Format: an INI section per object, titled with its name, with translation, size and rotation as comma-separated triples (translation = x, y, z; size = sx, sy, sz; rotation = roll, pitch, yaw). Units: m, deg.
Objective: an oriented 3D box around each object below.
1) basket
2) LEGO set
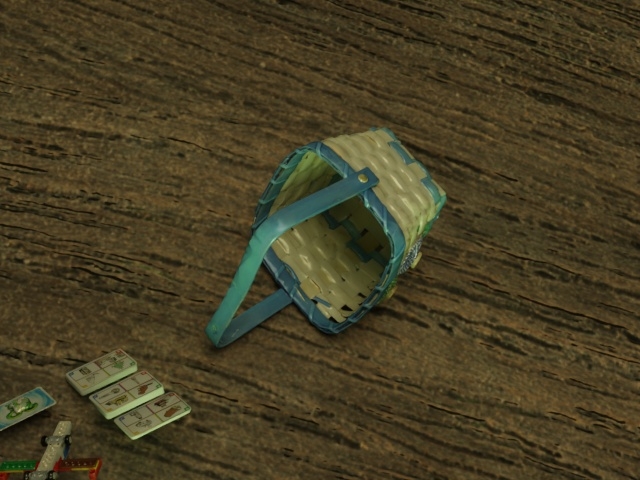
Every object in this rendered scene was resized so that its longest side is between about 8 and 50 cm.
[basket]
translation = 0.000, 0.000, 1.660
size = 0.289, 0.254, 0.201
rotation = -26, 71, -35
[LEGO set]
translation = -0.289, 0.223, 1.565
size = 0.244, 0.060, 0.182
rotation = -25, 32, -27
